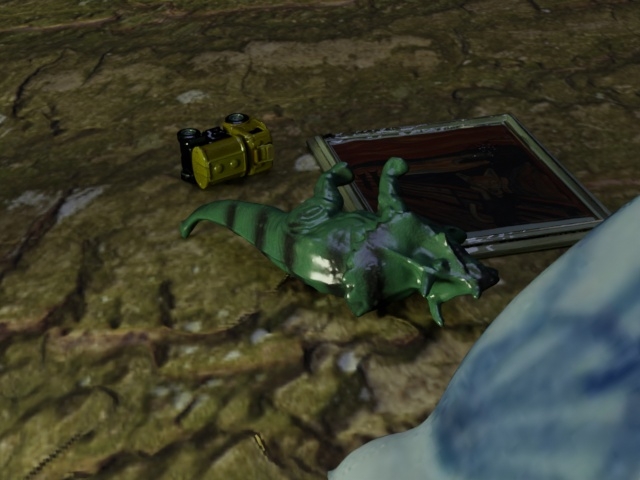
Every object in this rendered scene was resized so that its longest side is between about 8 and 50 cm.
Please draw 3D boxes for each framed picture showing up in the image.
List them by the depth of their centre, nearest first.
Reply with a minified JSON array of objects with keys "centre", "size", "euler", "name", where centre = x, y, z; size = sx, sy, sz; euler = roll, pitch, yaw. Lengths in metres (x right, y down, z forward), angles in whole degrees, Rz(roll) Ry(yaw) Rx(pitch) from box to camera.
[{"centre":[0.118,-0.053,1.204],"size":[0.216,0.016,0.273],"euler":[-8,28,-11],"name":"framed picture"}]

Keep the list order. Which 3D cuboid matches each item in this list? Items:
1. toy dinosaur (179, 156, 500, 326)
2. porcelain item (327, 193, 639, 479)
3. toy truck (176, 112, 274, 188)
[{"centre":[0.012,-0.011,1.049],"size":[0.292,0.079,0.120],"euler":[27,61,41],"name":"toy dinosaur"},{"centre":[0.211,0.070,0.580],"size":[0.405,0.178,0.242],"euler":[-32,48,12],"name":"porcelain item"},{"centre":[-0.083,-0.080,1.237],"size":[0.083,0.049,0.054],"euler":[-20,33,-29],"name":"toy truck"}]
